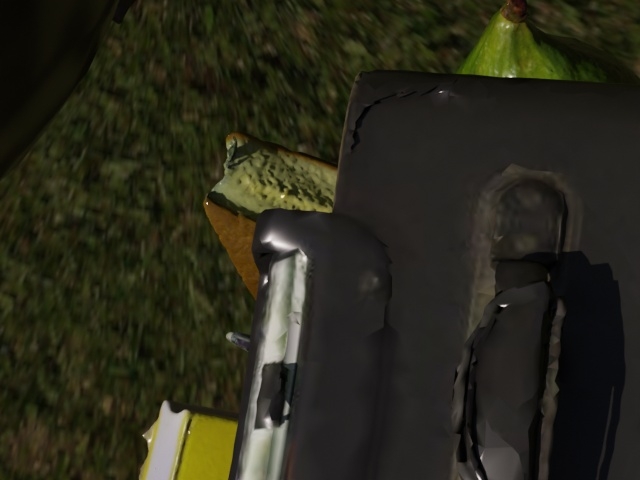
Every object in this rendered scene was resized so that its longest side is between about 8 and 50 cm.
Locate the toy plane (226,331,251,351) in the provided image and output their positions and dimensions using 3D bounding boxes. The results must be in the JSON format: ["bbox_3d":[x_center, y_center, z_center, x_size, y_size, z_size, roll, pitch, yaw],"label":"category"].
[{"bbox_3d":[-0.003,0.121,1.842,0.262,0.088,0.192,21,69,32],"label":"toy plane"}]

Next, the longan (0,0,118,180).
[{"bbox_3d":[-0.238,-0.169,0.654,0.404,0.336,0.404,-17,121,-32],"label":"longan"}]

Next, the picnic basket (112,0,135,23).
[{"bbox_3d":[-0.182,-0.247,0.976,0.129,0.222,0.297,5,63,-38],"label":"picnic basket"}]

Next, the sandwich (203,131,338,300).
[{"bbox_3d":[0.000,0.000,1.718,0.236,0.122,0.128,24,138,-11],"label":"sandwich"}]

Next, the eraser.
[{"bbox_3d":[-0.045,0.231,1.609,0.226,0.069,0.158,13,92,-23],"label":"eraser"}]

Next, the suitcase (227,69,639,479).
[{"bbox_3d":[0.086,0.133,0.717,0.194,0.434,0.283,3,66,11],"label":"suitcase"}]

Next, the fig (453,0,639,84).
[{"bbox_3d":[0.187,-0.131,1.681,0.203,0.203,0.235,-24,122,1],"label":"fig"}]
